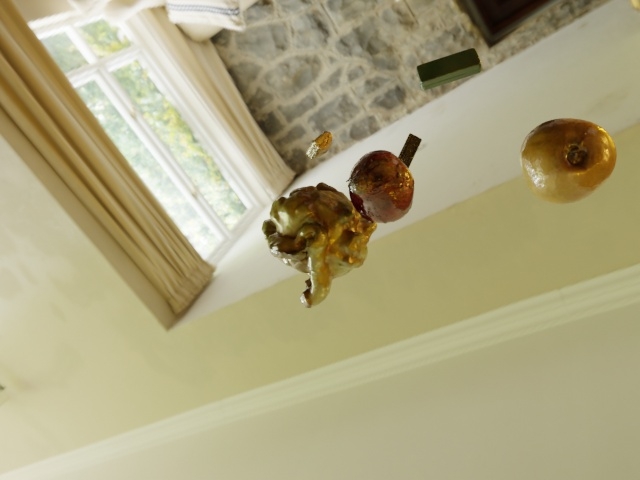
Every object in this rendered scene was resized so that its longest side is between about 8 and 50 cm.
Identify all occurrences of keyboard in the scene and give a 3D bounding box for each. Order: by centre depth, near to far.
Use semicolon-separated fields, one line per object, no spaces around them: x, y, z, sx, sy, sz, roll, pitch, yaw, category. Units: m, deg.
0.338;-0.328;2.357;0.018;0.060;0.195;-68;-177;-85;keyboard

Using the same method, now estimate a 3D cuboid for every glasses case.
0.387;-0.518;1.791;0.184;0.039;0.077;-16;-124;11;glasses case

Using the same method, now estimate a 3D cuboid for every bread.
0.000;-0.297;1.854;0.072;0.053;0.106;-45;-178;-25;bread

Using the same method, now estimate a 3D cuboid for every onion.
0.129;-0.123;1.410;0.147;0.183;0.184;-10;177;-40;onion

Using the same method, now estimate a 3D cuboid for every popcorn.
-0.001;-0.010;1.620;0.290;0.326;0.321;-40;-128;15;popcorn

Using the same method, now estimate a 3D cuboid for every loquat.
0.748;-0.240;1.816;0.275;0.274;0.275;-32;-164;11;loquat

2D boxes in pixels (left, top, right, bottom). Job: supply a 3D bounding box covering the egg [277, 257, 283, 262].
-0.026;-0.014;2.082;0.323;0.250;0.250;-12;-155;28;egg
